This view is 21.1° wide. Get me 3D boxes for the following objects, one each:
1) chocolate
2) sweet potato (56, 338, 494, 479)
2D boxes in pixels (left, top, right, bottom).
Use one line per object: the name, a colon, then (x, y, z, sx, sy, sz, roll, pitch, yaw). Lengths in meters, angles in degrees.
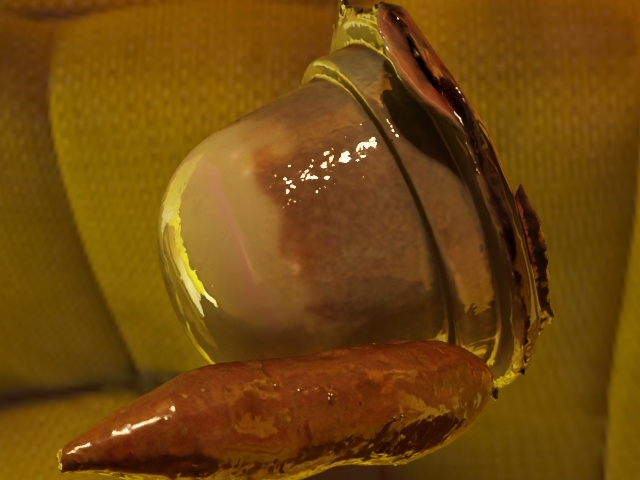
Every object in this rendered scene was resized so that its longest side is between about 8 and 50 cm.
chocolate: (0.000, 0.000, 0.809, 0.147, 0.221, 0.221, -23, 155, -22)
sweet potato: (-0.004, 0.068, 0.677, 0.218, 0.051, 0.065, -4, 162, -40)
